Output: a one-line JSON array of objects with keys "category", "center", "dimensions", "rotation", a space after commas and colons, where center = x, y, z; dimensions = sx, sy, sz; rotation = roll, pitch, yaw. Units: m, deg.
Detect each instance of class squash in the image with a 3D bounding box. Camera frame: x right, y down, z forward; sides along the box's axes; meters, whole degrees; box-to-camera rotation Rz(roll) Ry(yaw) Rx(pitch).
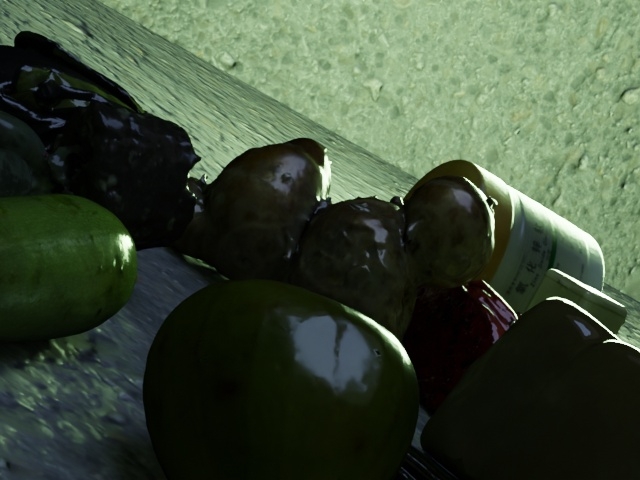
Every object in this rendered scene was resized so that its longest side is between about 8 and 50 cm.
[{"category": "squash", "center": [-0.251, 0.022, 1.170], "dimensions": [0.118, 0.118, 0.370], "rotation": [35, 13, 18]}]

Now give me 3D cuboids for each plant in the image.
[{"category": "plant", "center": [-0.253, -0.053, 1.448], "dimensions": [0.274, 0.149, 0.146], "rotation": [-1, -12, -42]}]

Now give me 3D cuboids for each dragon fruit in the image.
[{"category": "dragon fruit", "center": [0.207, 0.141, 1.837], "dimensions": [0.205, 0.152, 0.317], "rotation": [26, 11, -36]}]

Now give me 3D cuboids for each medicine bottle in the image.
[{"category": "medicine bottle", "center": [0.223, 0.043, 2.083], "dimensions": [0.232, 0.238, 0.238], "rotation": [28, 11, -23]}]

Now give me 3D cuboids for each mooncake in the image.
[{"category": "mooncake", "center": [0.276, 0.216, 1.331], "dimensions": [0.378, 0.201, 0.378], "rotation": [40, -4, 3]}]

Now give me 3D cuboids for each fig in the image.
[{"category": "fig", "center": [-0.037, 0.141, 1.120], "dimensions": [0.203, 0.203, 0.225], "rotation": [28, 53, -21]}]

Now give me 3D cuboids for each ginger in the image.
[{"category": "ginger", "center": [0.000, 0.000, 1.764], "dimensions": [0.375, 0.256, 0.176], "rotation": [19, -21, 11]}]

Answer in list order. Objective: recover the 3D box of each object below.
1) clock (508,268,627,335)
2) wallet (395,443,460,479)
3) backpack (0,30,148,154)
[{"category": "clock", "center": [0.321, 0.187, 1.632], "dimensions": [0.379, 0.276, 0.120], "rotation": [19, 11, -41]}, {"category": "wallet", "center": [0.041, 0.177, 1.300], "dimensions": [0.317, 0.044, 0.169], "rotation": [38, -18, 24]}, {"category": "backpack", "center": [-0.278, -0.125, 1.692], "dimensions": [0.253, 0.140, 0.207], "rotation": [23, 15, -21]}]
